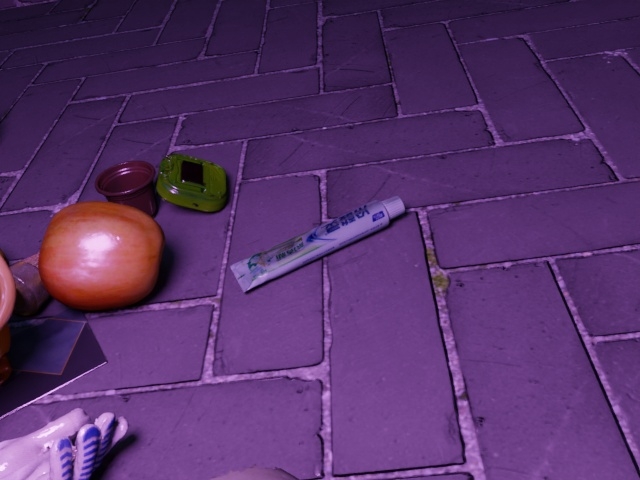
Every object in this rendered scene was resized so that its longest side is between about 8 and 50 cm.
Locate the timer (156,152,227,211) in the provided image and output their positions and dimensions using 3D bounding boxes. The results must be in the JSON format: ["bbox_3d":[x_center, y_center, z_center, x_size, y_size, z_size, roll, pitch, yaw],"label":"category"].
[{"bbox_3d":[-0.235,-0.109,1.230,0.128,0.047,0.140,14,33,-17],"label":"timer"}]

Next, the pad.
[{"bbox_3d":[-0.445,0.189,0.970,0.243,0.004,0.164,-28,40,-20],"label":"pad"}]

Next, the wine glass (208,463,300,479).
[{"bbox_3d":[-0.022,0.342,0.484,0.238,0.237,0.323,-26,43,-18],"label":"wine glass"}]

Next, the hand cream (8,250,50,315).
[{"bbox_3d":[-0.447,0.035,1.114,0.084,0.083,0.203,6,35,21],"label":"hand cream"}]

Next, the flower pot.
[{"bbox_3d":[-0.345,-0.081,1.223,0.111,0.089,0.111,-6,38,5],"label":"flower pot"}]

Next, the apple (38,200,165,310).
[{"bbox_3d":[-0.329,0.021,1.028,0.199,0.199,0.199,-7,37,5],"label":"apple"}]

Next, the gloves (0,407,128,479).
[{"bbox_3d":[-0.330,0.265,0.767,0.229,0.097,0.119,-27,44,-13],"label":"gloves"}]

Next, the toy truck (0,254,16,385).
[{"bbox_3d":[-0.531,0.129,0.847,0.288,0.211,0.204,-34,77,-30],"label":"toy truck"}]

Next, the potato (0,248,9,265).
[{"bbox_3d":[-0.593,0.069,1.072,0.150,0.113,0.251,-2,37,3],"label":"potato"}]

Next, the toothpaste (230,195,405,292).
[{"bbox_3d":[0.000,0.000,1.070,0.297,0.048,0.074,-24,40,-12],"label":"toothpaste"}]
